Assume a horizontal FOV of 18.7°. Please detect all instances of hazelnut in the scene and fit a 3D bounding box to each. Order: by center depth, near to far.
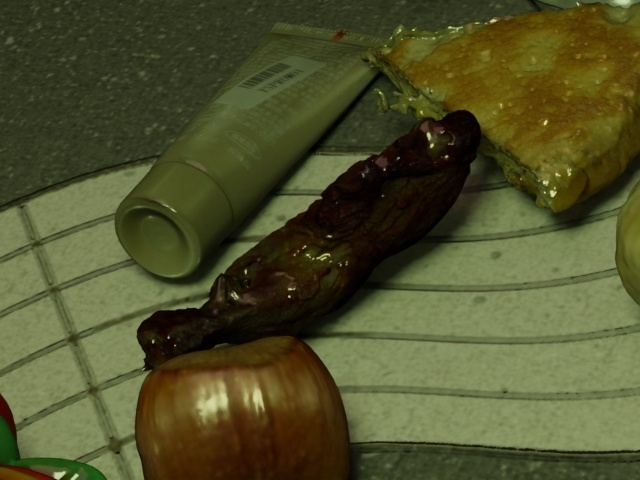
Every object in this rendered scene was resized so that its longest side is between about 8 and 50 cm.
[{"bbox_3d":[-0.054,0.143,1.360,0.150,0.150,0.150,-10,41,9],"label":"hazelnut"}]

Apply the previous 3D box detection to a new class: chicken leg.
[{"bbox_3d":[-0.002,0.004,1.475,0.322,0.177,0.083,-39,80,-5],"label":"chicken leg"}]

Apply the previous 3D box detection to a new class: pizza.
[{"bbox_3d":[0.164,-0.133,1.639,0.287,0.075,0.280,18,48,36],"label":"pizza"}]

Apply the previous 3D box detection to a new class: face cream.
[{"bbox_3d":[-0.056,-0.096,1.676,0.137,0.084,0.341,11,40,26],"label":"face cream"}]

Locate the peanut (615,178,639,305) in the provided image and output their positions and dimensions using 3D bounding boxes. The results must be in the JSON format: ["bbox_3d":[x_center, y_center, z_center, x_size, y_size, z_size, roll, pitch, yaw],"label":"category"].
[{"bbox_3d":[0.362,-0.029,1.391,0.313,0.152,0.152,-15,41,6],"label":"peanut"}]

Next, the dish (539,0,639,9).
[{"bbox_3d":[0.280,-0.295,1.766,0.229,0.081,0.229,-9,42,8],"label":"dish"}]

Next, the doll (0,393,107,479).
[{"bbox_3d":[-0.308,0.168,1.398,0.363,0.160,0.182,23,56,37],"label":"doll"}]
